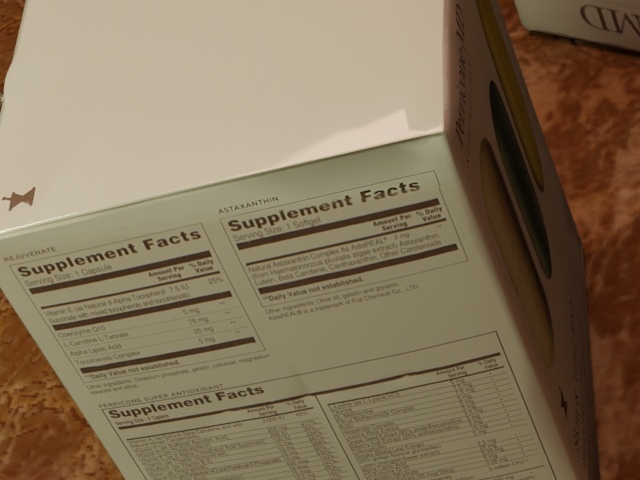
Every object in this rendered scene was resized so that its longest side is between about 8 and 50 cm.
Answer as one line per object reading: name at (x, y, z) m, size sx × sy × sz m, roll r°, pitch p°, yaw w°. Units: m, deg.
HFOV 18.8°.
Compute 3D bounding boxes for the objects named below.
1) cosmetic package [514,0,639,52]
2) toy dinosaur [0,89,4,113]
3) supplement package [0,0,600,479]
cosmetic package at (0.174, -0.303, 0.961) m, size 0.230 × 0.453 × 0.161 m, roll 17°, pitch 56°, yaw 38°
toy dinosaur at (-0.041, -0.087, 1.125) m, size 0.313 × 0.121 × 0.160 m, roll -8°, pitch 56°, yaw 12°
supplement package at (0.000, 0.000, 0.875) m, size 0.198 × 0.263 × 0.199 m, roll -12°, pitch 43°, yaw 15°
